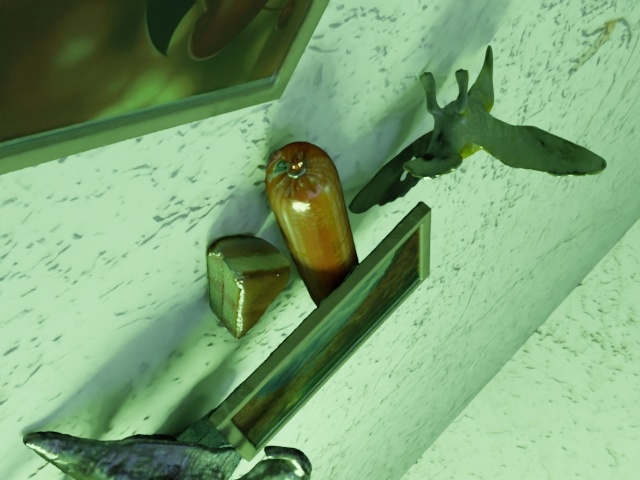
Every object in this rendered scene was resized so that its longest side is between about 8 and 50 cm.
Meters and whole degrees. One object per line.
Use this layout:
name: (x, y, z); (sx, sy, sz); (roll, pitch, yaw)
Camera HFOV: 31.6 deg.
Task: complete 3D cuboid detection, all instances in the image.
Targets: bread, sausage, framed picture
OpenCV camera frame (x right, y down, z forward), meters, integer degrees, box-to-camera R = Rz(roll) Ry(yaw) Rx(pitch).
bread: (-0.053, 0.025, 0.845); (0.062, 0.043, 0.109); (-39, 159, -20)
sausage: (0.000, 0.000, 0.899); (0.053, 0.053, 0.348); (-45, 163, -9)
framed picture: (0.008, 0.084, 0.980); (0.250, 0.016, 0.184); (-45, 163, -12)
framed picture: (-0.069, -0.129, 0.523); (0.290, 0.020, 0.211); (-24, 150, -51)

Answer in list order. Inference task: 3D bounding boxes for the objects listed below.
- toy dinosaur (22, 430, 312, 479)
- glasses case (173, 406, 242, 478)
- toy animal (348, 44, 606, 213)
toy dinosaur: (-0.133, 0.204, 0.910); (0.162, 0.077, 0.294); (-47, 151, 24)
glasses case: (-0.166, 0.269, 1.065); (0.282, 0.067, 0.109); (-52, 165, 7)
toy animal: (0.121, -0.104, 0.915); (0.095, 0.219, 0.155); (34, 61, -56)
